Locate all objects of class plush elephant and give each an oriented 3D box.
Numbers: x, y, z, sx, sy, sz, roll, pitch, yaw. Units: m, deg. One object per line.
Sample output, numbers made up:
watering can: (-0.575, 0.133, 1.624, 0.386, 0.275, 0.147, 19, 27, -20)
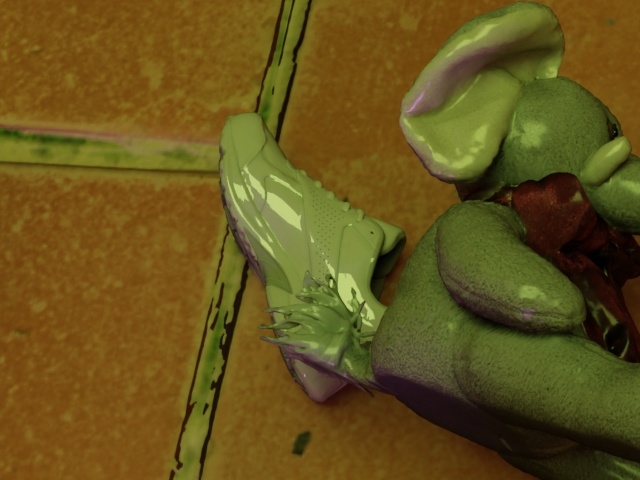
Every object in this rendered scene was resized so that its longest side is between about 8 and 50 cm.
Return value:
plush elephant: (0.154, 0.009, 1.271, 0.330, 0.272, 0.255, 20, 74, 28)

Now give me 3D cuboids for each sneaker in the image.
sneaker: (0.000, 0.000, 1.439, 0.115, 0.090, 0.232, -21, 68, -4)
